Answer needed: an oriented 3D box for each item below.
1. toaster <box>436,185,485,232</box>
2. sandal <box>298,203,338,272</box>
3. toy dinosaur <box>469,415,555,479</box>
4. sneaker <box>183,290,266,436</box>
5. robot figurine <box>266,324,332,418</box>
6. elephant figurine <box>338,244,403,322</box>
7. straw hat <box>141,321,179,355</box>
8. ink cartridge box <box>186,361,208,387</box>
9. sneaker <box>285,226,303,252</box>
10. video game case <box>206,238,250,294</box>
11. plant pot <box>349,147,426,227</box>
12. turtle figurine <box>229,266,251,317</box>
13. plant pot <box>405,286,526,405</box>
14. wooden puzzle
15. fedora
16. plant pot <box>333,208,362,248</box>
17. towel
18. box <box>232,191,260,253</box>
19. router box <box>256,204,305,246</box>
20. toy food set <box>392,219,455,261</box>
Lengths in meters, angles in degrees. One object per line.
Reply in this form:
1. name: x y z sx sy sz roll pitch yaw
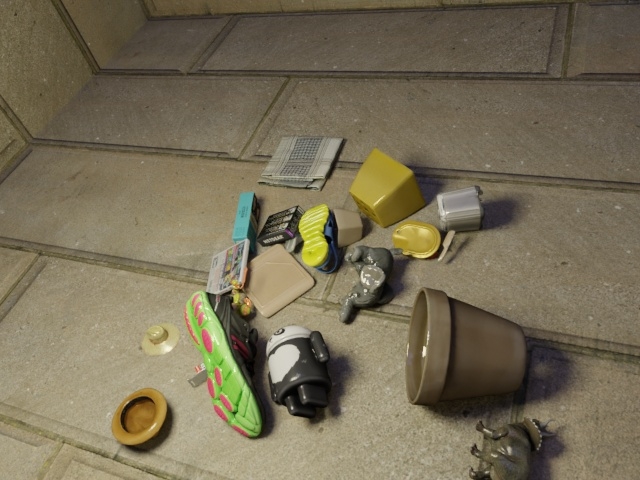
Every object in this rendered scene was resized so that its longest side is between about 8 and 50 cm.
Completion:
1. toaster: 0.482 -0.105 1.886 0.146 0.227 0.129 -10 74 10
2. sandal: 0.000 0.000 1.993 0.126 0.138 0.318 -19 43 22
3. toy dinosaur: 0.467 0.549 1.382 0.160 0.121 0.314 6 46 38
4. sneaker: -0.258 0.358 1.690 0.202 0.185 0.483 -3 59 -41
5. robot figurine: -0.068 0.386 1.640 0.209 0.174 0.278 -18 48 -3
6. elephant figurine: 0.167 0.148 1.821 0.169 0.186 0.240 16 54 -27
7. straw hat: -0.570 0.328 1.913 0.144 0.061 0.145 -8 49 9
8. ink cartridge box: -0.376 0.424 1.771 0.115 0.063 0.029 -31 50 -12
9. sneaker: -0.090 -0.010 2.065 0.053 0.061 0.152 -29 33 37
10. video game case: -0.342 0.106 2.020 0.183 0.023 0.201 -26 41 28
11. plant pot: 0.234 -0.178 2.042 0.187 0.212 0.212 -43 51 -6
12. turtle figurine: -0.324 0.229 1.899 0.217 0.087 0.270 -2 81 21
13. plant pot: 0.400 0.306 1.520 0.280 0.323 0.323 7 50 0
14. wooden puzzle: -0.170 0.144 1.977 0.220 0.044 0.239 -34 54 -14
15. fedora: -0.548 0.555 1.695 0.194 0.079 0.194 -12 43 12
16. plant pot: 0.102 -0.050 2.027 0.096 0.109 0.109 -7 47 -6
17. towel: -0.087 -0.347 2.372 0.311 0.056 0.324 8 53 22
18. box: -0.289 -0.071 2.157 0.060 0.101 0.244 -5 49 10
19. router box: -0.153 -0.054 2.088 0.178 0.046 0.133 -16 39 44
20. toy food set: 0.363 0.008 1.929 0.217 0.071 0.128 15 82 31
